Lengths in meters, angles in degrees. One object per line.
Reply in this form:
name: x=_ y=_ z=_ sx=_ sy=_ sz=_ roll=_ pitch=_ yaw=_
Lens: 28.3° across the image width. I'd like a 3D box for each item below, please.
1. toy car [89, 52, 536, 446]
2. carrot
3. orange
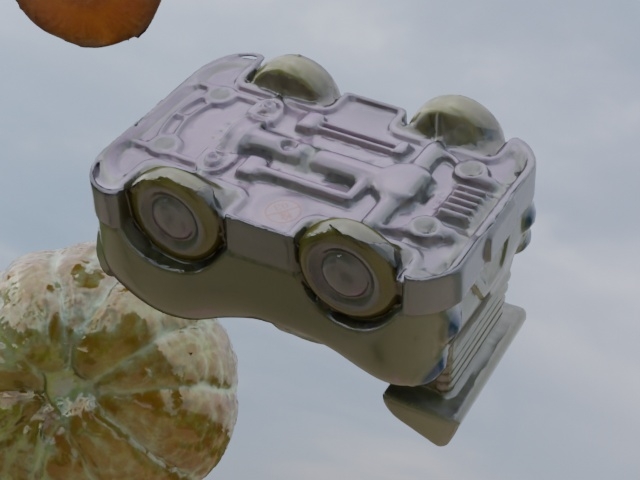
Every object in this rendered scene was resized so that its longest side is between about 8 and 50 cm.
toy car: x=0.000 y=0.000 z=1.089 sx=0.336 sy=0.242 sz=0.226 roll=16 pitch=-48 yaw=24
carrot: x=-0.239 y=-0.328 z=1.392 sx=0.159 sy=0.225 sz=0.159 roll=1 pitch=-51 yaw=1
orange: x=-0.250 y=0.162 z=1.384 sx=0.329 sy=0.329 sz=0.249 roll=15 pitch=-1 yaw=5
